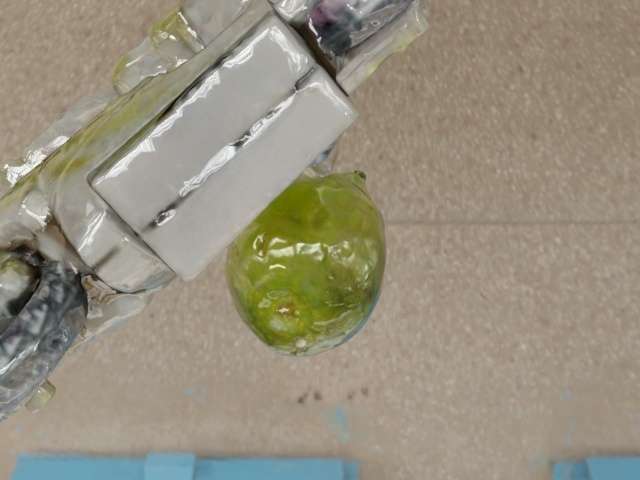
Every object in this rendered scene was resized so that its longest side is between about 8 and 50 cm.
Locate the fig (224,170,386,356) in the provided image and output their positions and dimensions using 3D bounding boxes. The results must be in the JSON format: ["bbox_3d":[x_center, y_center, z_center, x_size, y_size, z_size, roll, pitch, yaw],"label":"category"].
[{"bbox_3d":[-0.023,0.002,1.545,0.233,0.314,0.233,-4,138,-4],"label":"fig"}]

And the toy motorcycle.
[{"bbox_3d":[-0.076,-0.044,0.550,0.340,0.223,0.108,-45,108,-8],"label":"toy motorcycle"}]
